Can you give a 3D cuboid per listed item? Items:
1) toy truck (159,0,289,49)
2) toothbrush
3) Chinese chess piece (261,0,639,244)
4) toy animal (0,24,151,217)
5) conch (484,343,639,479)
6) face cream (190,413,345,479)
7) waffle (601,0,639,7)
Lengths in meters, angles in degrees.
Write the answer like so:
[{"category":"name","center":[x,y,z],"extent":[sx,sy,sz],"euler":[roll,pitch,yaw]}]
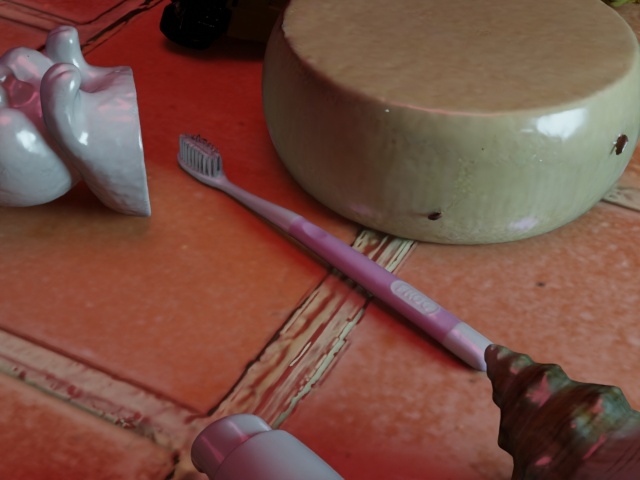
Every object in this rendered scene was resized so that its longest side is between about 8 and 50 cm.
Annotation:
[{"category":"toy truck","center":[-0.057,-0.265,0.972],"extent":[0.127,0.127,0.257],"euler":[13,36,-11]},{"category":"toothbrush","center":[0.000,0.000,0.709],"extent":[0.020,0.025,0.286],"euler":[-30,49,-34]},{"category":"Chinese chess piece","center":[0.092,-0.107,0.790],"extent":[0.273,0.102,0.273],"euler":[2,36,-1]},{"category":"toy animal","center":[-0.221,-0.068,0.705],"extent":[0.221,0.130,0.103],"euler":[-4,53,-5]},{"category":"conch","center":[0.135,0.135,0.481],"extent":[0.137,0.114,0.234],"euler":[-15,46,-2]},{"category":"face cream","center":[0.025,0.154,0.452],"extent":[0.101,0.101,0.252],"euler":[-22,45,-28]},{"category":"waffle","center":[0.171,-0.250,0.976],"extent":[0.261,0.056,0.250],"euler":[29,27,29]}]
